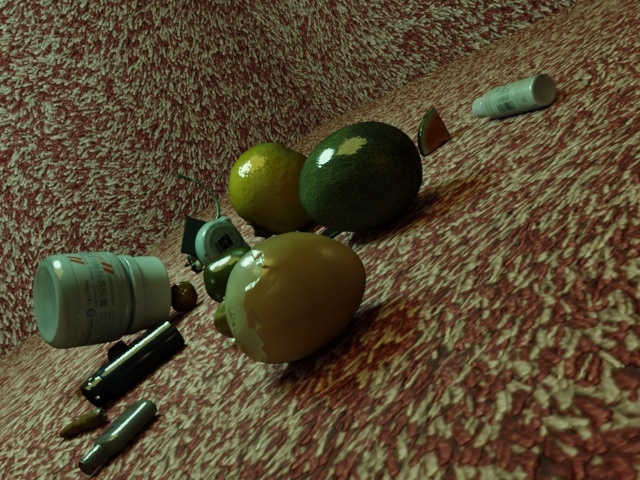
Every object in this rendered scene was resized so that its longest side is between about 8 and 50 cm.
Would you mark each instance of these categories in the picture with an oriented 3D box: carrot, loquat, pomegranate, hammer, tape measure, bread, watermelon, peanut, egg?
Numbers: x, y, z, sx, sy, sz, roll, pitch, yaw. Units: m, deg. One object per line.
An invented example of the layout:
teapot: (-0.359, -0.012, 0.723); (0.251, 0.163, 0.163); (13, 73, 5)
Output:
carrot: (-0.502, 0.386, 1.539); (0.165, 0.036, 0.036); (-27, 14, 33)
loquat: (-0.128, -0.133, 2.097); (0.274, 0.275, 0.275); (-31, 13, 8)
pomegranate: (-0.189, 0.103, 1.679); (0.151, 0.131, 0.191); (-26, 36, 6)
hammer: (-0.499, 0.295, 1.857); (0.158, 0.041, 0.226); (-36, 14, -24)
tape measure: (-0.331, -0.055, 2.112); (0.084, 0.330, 0.164); (-22, 18, 48)
bread: (-0.376, 0.154, 1.996); (0.085, 0.085, 0.053); (-32, 8, 4)
watermelon: (0.320, -0.306, 2.062); (0.094, 0.136, 0.125); (14, 29, 19)
peanut: (-0.141, 0.146, 1.433); (0.108, 0.095, 0.226); (-43, 15, -30)
egg: (-0.040, 0.087, 1.189); (0.244, 0.201, 0.201); (-21, 9, -16)

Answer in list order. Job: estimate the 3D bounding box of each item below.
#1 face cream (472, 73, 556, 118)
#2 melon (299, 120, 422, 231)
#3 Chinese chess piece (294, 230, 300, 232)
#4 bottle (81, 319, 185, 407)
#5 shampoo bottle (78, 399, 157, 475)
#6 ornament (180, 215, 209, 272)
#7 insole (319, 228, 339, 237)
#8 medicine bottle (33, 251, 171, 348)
face cream: (0.483, -0.359, 1.870); (0.082, 0.082, 0.269); (-37, 13, -19)
melon: (0.083, -0.140, 1.644); (0.301, 0.238, 0.237); (-20, 18, 45)
Chinese chess piece: (-0.081, 0.009, 1.944); (0.084, 0.034, 0.084); (-32, 13, 8)
bottle: (-0.425, 0.279, 1.660); (0.244, 0.072, 0.082); (-39, 44, -26)
shampoo bottle: (-0.368, 0.353, 1.322); (0.080, 0.040, 0.165); (-20, 17, 40)
ornament: (-0.386, 0.055, 2.371); (0.196, 0.166, 0.153); (122, 157, -44)
insole: (0.000, 0.000, 1.845); (0.348, 0.009, 0.119); (-36, 12, -16)
medicine bottle: (-0.576, 0.150, 1.943); (0.306, 0.245, 0.245); (-4, -8, -38)
